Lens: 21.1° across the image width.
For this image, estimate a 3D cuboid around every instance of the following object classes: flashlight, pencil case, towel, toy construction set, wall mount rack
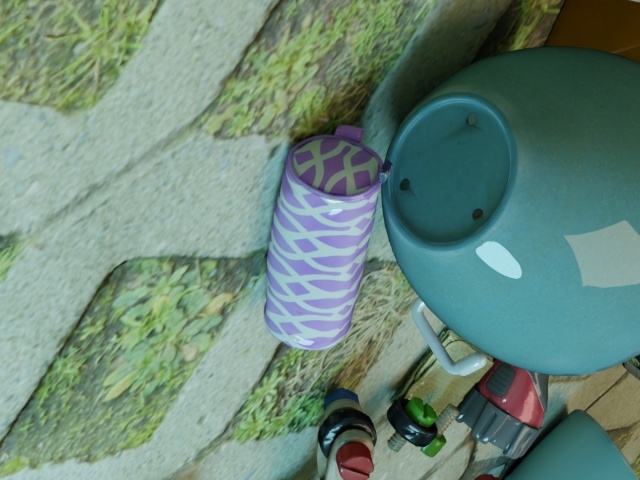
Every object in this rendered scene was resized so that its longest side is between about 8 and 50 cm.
[{"bbox_3d":[0.275,0.106,1.999,0.304,0.103,0.103,-56,-169,6],"label":"flashlight"},{"bbox_3d":[0.000,0.000,1.453,0.088,0.086,0.206,-76,180,-47],"label":"pencil case"},{"bbox_3d":[0.138,0.156,1.924,0.110,0.027,0.148,-52,154,4],"label":"towel"},{"bbox_3d":[0.067,0.330,1.753,0.257,0.309,0.237,21,115,-46],"label":"toy construction set"},{"bbox_3d":[0.261,0.009,1.731,0.304,0.130,0.350,-40,166,27],"label":"wall mount rack"}]

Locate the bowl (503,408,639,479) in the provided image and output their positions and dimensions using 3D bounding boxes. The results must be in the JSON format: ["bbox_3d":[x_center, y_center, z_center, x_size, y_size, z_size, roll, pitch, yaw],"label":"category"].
[{"bbox_3d":[0.345,0.402,2.312,0.163,0.311,0.311,-26,149,-8],"label":"bowl"}]

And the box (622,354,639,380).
[{"bbox_3d":[0.500,0.079,2.365,0.220,0.051,0.175,-44,153,-12],"label":"box"}]

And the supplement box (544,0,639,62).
[{"bbox_3d":[0.317,-0.165,1.677,0.194,0.129,0.191,-16,138,-48],"label":"supplement box"}]

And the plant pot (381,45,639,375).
[{"bbox_3d":[0.163,-0.039,1.454,0.195,0.290,0.290,14,113,-49],"label":"plant pot"}]
